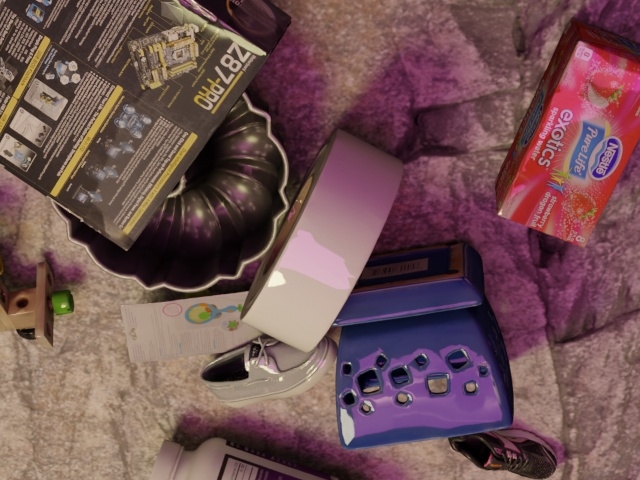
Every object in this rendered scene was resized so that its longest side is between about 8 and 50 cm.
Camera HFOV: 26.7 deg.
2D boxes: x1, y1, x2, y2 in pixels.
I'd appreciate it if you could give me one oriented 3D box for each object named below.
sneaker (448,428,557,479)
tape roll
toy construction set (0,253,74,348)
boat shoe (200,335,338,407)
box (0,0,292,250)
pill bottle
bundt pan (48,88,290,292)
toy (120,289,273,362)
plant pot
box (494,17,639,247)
[{"bbox_3d":[0.259,0.314,1.970,0.178,0.077,0.072,20,115,-4],"label":"sneaker"},{"bbox_3d":[0.000,0.000,1.750,0.100,0.286,0.286,26,113,-6],"label":"tape roll"},{"bbox_3d":[-0.472,0.092,1.843,0.237,0.309,0.257,-2,121,1],"label":"toy construction set"},{"bbox_3d":[-0.080,0.179,1.911,0.227,0.079,0.081,-23,134,35],"label":"boat shoe"},{"bbox_3d":[-0.265,-0.204,1.591,0.318,0.097,0.395,35,132,-6],"label":"box"},{"bbox_3d":[-0.098,0.403,1.989,0.323,0.181,0.181,19,114,-2],"label":"pill bottle"},{"bbox_3d":[-0.194,-0.103,1.809,0.331,0.124,0.330,3,114,6],"label":"bundt pan"},{"bbox_3d":[-0.159,0.106,1.925,0.237,0.056,0.137,-4,138,-3],"label":"toy"},{"bbox_3d":[0.129,0.132,1.826,0.236,0.236,0.212,-9,105,9],"label":"plant pot"},{"bbox_3d":[0.332,-0.139,1.740,0.128,0.122,0.256,21,114,-4],"label":"box"}]
